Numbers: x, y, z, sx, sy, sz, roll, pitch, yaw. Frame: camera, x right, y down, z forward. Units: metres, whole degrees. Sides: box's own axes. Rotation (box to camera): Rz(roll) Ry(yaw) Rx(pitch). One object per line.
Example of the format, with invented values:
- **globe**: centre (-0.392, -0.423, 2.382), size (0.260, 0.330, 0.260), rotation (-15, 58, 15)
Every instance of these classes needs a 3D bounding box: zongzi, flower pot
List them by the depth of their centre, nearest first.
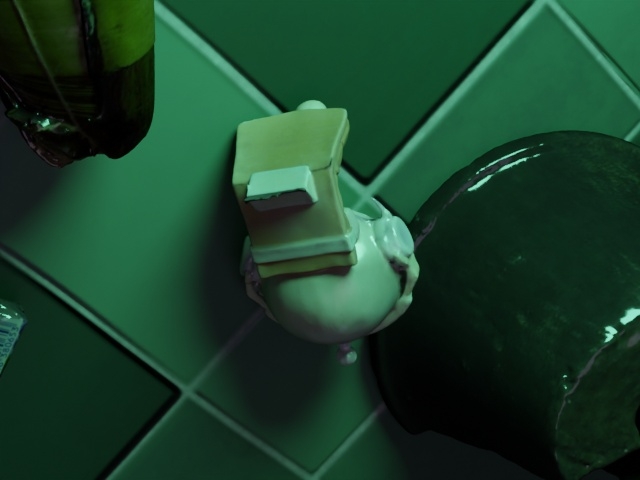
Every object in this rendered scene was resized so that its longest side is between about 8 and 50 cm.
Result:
- **zongzi**: centre (-0.288, -0.200, 1.223), size (0.318, 0.154, 0.289), rotation (2, 117, -1)
- **flower pot**: centre (0.265, 0.098, 1.494), size (0.379, 0.251, 0.379), rotation (-7, 113, -17)

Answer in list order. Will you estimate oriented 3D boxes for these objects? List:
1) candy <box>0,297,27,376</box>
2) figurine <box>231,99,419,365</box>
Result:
- **candy**: centre (-0.360, 0.181, 1.388), size (0.088, 0.061, 0.312), rotation (21, 103, -27)
- **figurine**: centre (0.000, 0.003, 1.424), size (0.163, 0.141, 0.236), rotation (-13, 123, 16)
